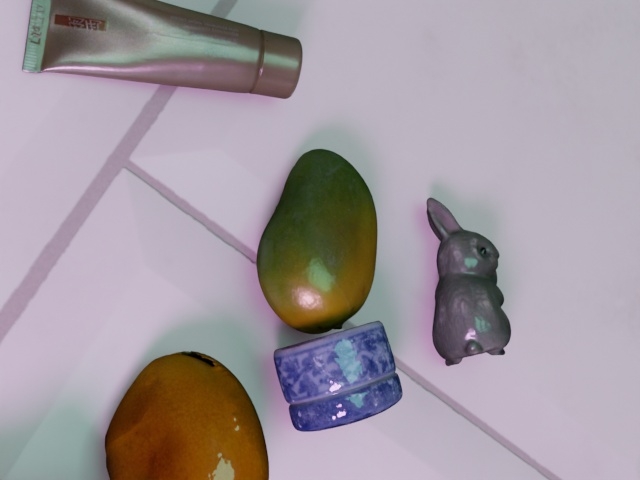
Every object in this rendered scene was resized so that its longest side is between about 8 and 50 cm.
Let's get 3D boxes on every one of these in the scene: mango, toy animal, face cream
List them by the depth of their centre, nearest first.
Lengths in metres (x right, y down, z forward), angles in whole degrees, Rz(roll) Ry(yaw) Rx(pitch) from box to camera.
[{"bbox_3d":[-0.143,0.238,1.190,0.166,0.136,0.236,-28,68,11],"label":"mango"},{"bbox_3d":[-0.194,-0.249,1.314,0.341,0.084,0.137,8,84,-19],"label":"face cream"},{"bbox_3d":[0.000,0.000,1.343,0.156,0.114,0.251,18,57,-11],"label":"mango"},{"bbox_3d":[0.204,0.053,1.431,0.108,0.138,0.236,-3,83,5],"label":"toy animal"}]

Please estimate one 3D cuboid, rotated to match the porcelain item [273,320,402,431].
[{"bbox_3d":[0.023,0.172,1.291,0.147,0.147,0.114,-13,85,-30],"label":"porcelain item"}]
